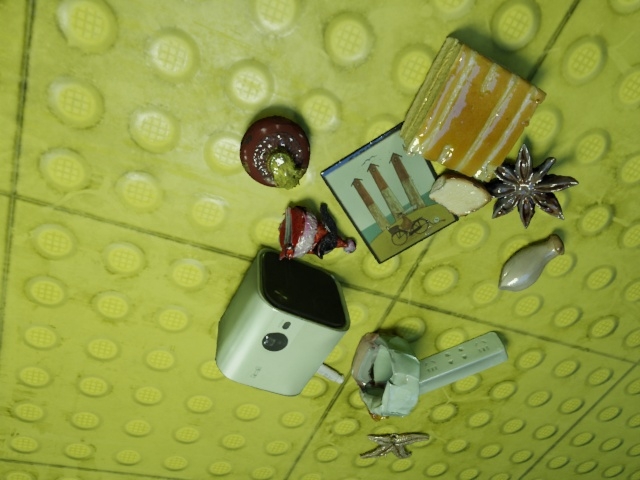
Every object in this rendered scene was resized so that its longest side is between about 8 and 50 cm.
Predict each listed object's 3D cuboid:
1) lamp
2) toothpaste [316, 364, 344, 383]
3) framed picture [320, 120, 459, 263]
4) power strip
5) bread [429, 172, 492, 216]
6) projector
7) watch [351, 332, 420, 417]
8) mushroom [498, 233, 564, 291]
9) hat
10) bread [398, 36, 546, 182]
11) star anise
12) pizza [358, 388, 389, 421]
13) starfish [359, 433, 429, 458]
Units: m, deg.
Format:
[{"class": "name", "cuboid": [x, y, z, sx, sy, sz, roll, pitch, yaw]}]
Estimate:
[{"class": "lamp", "cuboid": [-0.095, -0.185, 0.977, 0.157, 0.135, 0.156, 12, 119, -13]}, {"class": "toothpaste", "cuboid": [-0.004, 0.398, 1.416, 0.190, 0.031, 0.048, 35, 114, -22]}, {"class": "framed picture", "cuboid": [0.181, -0.106, 1.138, 0.244, 0.013, 0.324, -31, 121, 10]}, {"class": "power strip", "cuboid": [0.394, 0.402, 1.438, 0.385, 0.091, 0.062, -24, 120, 7]}, {"class": "bread", "cuboid": [0.339, -0.116, 1.110, 0.129, 0.044, 0.126, 25, 147, -17]}, {"class": "projector", "cuboid": [-0.100, 0.206, 1.151, 0.248, 0.248, 0.249, 23, 116, -21]}, {"class": "watch", "cuboid": [0.201, 0.401, 1.321, 0.161, 0.241, 0.253, 6, 121, -13]}, {"class": "mushroom", "cuboid": [0.583, 0.069, 1.260, 0.212, 0.088, 0.097, -43, 127, 11]}, {"class": "hat", "cuboid": [0.002, 0.001, 1.122, 0.227, 0.140, 0.129, 16, 129, -32]}, {"class": "bread", "cuboid": [0.326, -0.270, 0.995, 0.239, 0.111, 0.246, 19, 115, -19]}, {"class": "star anise", "cuboid": [0.486, -0.131, 1.117, 0.262, 0.081, 0.230, -1, 127, 28]}, {"class": "pizza", "cuboid": [0.206, 0.549, 1.520, 0.182, 0.062, 0.161, 12, 121, -17]}, {"class": "starfish", "cuboid": [0.277, 0.765, 1.672, 0.247, 0.050, 0.138, 4, 123, -7]}]
